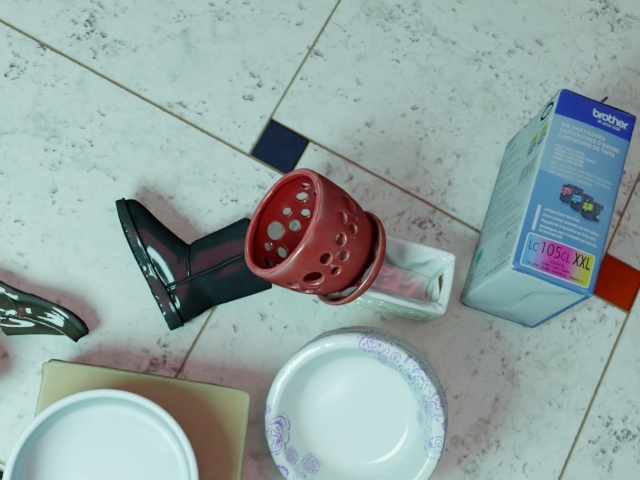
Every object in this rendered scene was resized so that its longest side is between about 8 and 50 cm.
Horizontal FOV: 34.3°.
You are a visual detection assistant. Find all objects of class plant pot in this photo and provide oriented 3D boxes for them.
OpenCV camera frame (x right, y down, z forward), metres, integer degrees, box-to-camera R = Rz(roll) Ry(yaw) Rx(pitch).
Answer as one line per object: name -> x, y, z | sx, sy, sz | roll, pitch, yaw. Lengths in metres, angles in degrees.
plant pot -> 0.000, 0.000, 1.678 | 0.174, 0.191, 0.191 | 26, 68, -32

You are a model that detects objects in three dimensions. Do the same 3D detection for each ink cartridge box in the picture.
ink cartridge box -> 0.395, -0.075, 1.783 | 0.151, 0.270, 0.395 | 19, 72, -5

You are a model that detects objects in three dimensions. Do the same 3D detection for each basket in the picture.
basket -> 0.135, 0.067, 1.785 | 0.167, 0.103, 0.113 | 16, 71, -5

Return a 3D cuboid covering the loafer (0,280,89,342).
loafer -> -0.484, 0.123, 1.687 | 0.220, 0.080, 0.078 | 22, 81, 3

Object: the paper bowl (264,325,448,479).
paper bowl -> 0.062, 0.278, 1.655 | 0.284, 0.148, 0.284 | 1, 94, 9

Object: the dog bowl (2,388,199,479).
dog bowl -> -0.304, 0.347, 1.453 | 0.265, 0.104, 0.265 | 2, 74, -8

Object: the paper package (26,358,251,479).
paper package -> -0.288, 0.361, 1.594 | 0.325, 0.168, 0.309 | 9, 74, -7

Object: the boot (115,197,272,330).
boot -> -0.209, 0.006, 1.749 | 0.207, 0.094, 0.246 | -26, 85, -12

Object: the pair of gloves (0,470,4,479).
pair of gloves -> -0.520, 0.392, 1.608 | 0.074, 0.010, 0.083 | 24, 53, -31
